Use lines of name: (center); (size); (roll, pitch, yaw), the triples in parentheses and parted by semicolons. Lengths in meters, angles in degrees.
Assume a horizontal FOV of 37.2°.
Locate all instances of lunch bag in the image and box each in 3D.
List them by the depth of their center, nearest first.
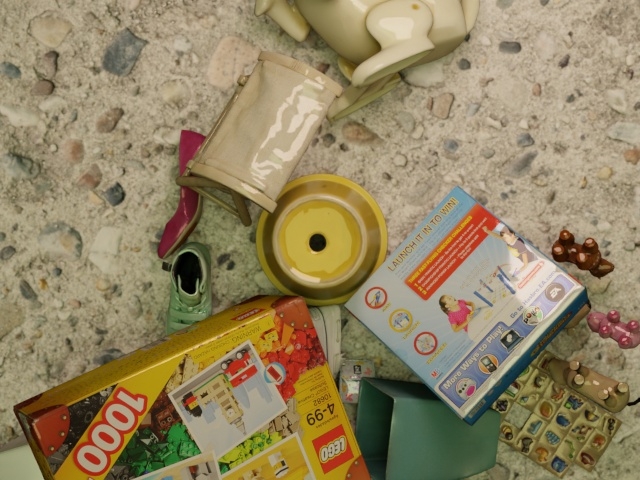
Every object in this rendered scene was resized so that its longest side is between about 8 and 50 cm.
lunch bag: (0.068, 0.270, 1.828); (0.071, 0.053, 0.083); (3, 87, -5)

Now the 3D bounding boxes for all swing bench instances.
swing bench: (-0.115, -0.182, 1.694); (0.165, 0.255, 0.253); (32, 77, -10)

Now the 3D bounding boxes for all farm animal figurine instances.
farm animal figurine: (0.425, 0.163, 1.758); (0.327, 0.172, 0.330); (-8, 70, 16)

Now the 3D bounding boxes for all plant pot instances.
plant pot: (0.000, 0.000, 1.735); (0.254, 0.239, 0.253); (0, 91, 2)
plant pot: (0.203, 0.353, 1.762); (0.234, 0.165, 0.165); (4, 94, -19)

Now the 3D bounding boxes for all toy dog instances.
toy dog: (0.069, -0.487, 1.714); (0.395, 0.284, 0.407); (-31, 89, -7)

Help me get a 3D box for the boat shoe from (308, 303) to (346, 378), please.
boat shoe: (0.014, 0.223, 1.780); (0.076, 0.083, 0.226); (-14, 124, -22)

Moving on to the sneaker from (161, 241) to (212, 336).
sneaker: (-0.253, 0.132, 1.785); (0.094, 0.151, 0.255); (1, 92, 0)

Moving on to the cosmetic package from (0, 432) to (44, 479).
cosmetic package: (-0.490, 0.463, 1.755); (0.138, 0.225, 0.224); (-17, 91, 2)

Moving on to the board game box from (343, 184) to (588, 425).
board game box: (0.255, 0.111, 1.687); (0.308, 0.086, 0.302); (-46, 62, -1)

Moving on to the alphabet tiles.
alphabet tiles: (0.454, 0.338, 1.842); (0.237, 0.009, 0.198); (32, 91, 0)

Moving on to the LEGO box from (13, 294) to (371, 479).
LEGO box: (-0.214, 0.357, 1.644); (0.500, 0.193, 0.372); (-24, 99, -26)

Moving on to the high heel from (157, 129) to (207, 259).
high heel: (-0.273, -0.089, 1.817); (0.117, 0.082, 0.244); (31, 91, 1)
